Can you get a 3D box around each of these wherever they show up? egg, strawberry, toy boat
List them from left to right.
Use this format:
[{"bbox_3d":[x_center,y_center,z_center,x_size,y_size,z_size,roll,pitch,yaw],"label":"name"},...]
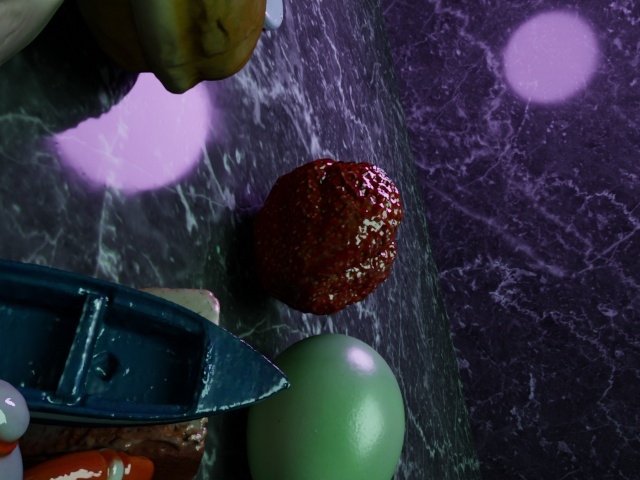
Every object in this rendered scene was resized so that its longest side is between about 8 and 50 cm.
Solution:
[{"bbox_3d":[-0.168,0.081,0.369,0.299,0.062,0.096,16,49,-18],"label":"toy boat"},{"bbox_3d":[0.000,0.000,0.844,0.288,0.238,0.250,-57,153,-48],"label":"strawberry"},{"bbox_3d":[0.006,0.261,0.752,0.220,0.220,0.270,62,37,-38],"label":"egg"}]

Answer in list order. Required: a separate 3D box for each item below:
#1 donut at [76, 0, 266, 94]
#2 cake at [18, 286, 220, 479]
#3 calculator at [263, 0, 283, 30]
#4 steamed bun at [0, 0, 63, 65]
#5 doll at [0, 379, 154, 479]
[{"bbox_3d":[-0.147,-0.378,0.545,0.449,0.198,0.449,180,-90,-82],"label":"donut"},{"bbox_3d":[-0.133,0.162,0.527,0.262,0.159,0.158,56,28,-49],"label":"cake"},{"bbox_3d":[-0.141,-0.539,1.009,0.295,0.042,0.184,57,30,-47],"label":"calculator"},{"bbox_3d":[-0.261,-0.192,0.303,0.290,0.273,0.272,-73,162,-44],"label":"steamed bun"},{"bbox_3d":[-0.203,0.171,0.292,0.200,0.105,0.336,-37,144,-20],"label":"doll"}]
